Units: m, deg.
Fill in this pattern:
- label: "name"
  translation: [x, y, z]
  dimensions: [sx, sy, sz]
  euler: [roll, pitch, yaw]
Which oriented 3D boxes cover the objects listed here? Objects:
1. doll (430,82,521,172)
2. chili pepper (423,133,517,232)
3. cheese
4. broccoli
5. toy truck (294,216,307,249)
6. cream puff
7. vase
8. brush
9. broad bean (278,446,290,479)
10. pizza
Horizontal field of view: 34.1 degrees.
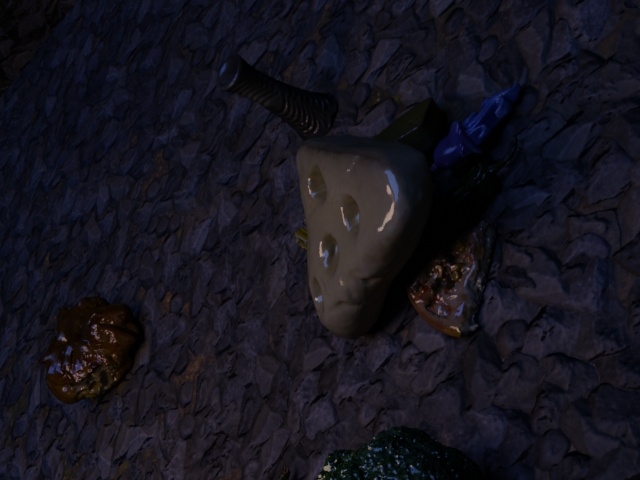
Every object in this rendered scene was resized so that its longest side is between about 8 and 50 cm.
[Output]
- label: "doll"
  translation: [0.258, -0.185, 1.737]
  dimensions: [0.206, 0.067, 0.110]
  euler: [-44, 15, 16]
- label: "chili pepper"
  translation: [0.215, -0.065, 1.726]
  dimensions: [0.278, 0.065, 0.122]
  euler: [-28, 30, 32]
- label: "cheese"
  translation: [0.081, -0.003, 1.685]
  dimensions: [0.328, 0.129, 0.351]
  euler: [1, 99, 63]
- label: "broccoli"
  translation: [0.115, 0.399, 1.467]
  dimensions: [0.294, 0.265, 0.245]
  euler: [-55, -26, -59]
- label: "toy truck"
  translation: [0.000, 0.000, 1.963]
  dimensions: [0.123, 0.052, 0.063]
  euler: [33, 101, 54]
- label: "cream puff"
  translation: [-0.531, 0.254, 2.399]
  dimensions: [0.241, 0.155, 0.269]
  euler: [26, 85, 48]
- label: "vase"
  translation: [-0.090, -0.289, 2.075]
  dimensions: [0.115, 0.237, 0.115]
  euler: [-28, 50, 40]
- label: "brush"
  translation: [0.132, -0.164, 1.848]
  dimensions: [0.197, 0.059, 0.123]
  euler: [-35, 16, 33]
- label: "broad bean"
  translation: [-0.149, 0.516, 1.863]
  dimensions: [0.318, 0.056, 0.098]
  euler: [-49, 33, 13]
- label: "pizza"
  translation: [0.218, 0.049, 1.671]
  dimensions: [0.195, 0.052, 0.185]
  euler: [-59, 40, 9]
